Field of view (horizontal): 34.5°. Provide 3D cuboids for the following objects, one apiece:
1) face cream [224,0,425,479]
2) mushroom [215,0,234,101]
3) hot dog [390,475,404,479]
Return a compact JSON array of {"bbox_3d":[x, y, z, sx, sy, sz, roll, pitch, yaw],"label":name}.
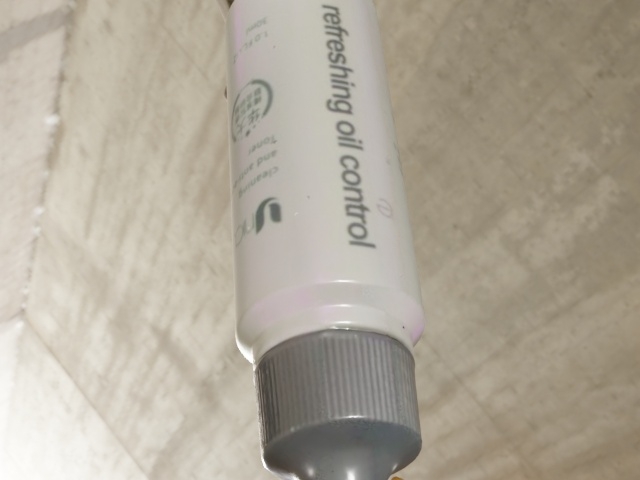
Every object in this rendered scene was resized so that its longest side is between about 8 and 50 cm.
[{"bbox_3d":[0.000,0.000,0.508,0.092,0.311,0.092,-3,-35,-2],"label":"face cream"},{"bbox_3d":[-0.039,-0.280,0.771,0.137,0.407,0.154,-22,25,-21],"label":"mushroom"},{"bbox_3d":[0.089,0.314,1.260,0.049,0.037,0.122,-15,-23,7],"label":"hot dog"}]
